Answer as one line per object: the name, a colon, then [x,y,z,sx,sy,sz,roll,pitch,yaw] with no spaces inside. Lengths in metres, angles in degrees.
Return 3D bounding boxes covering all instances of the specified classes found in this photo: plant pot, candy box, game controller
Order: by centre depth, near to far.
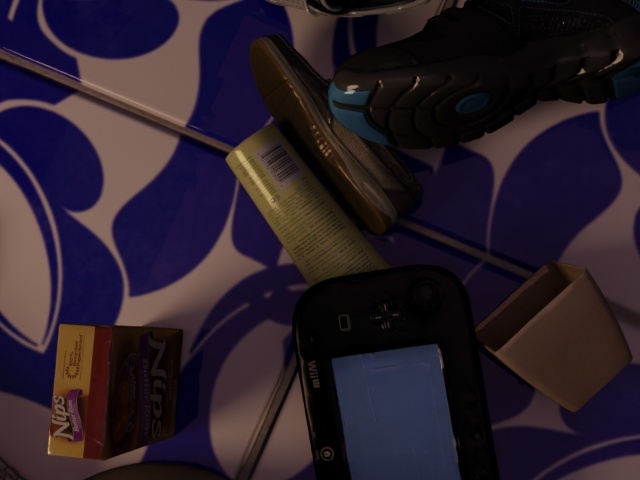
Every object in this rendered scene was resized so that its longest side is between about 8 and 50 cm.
candy box: [-0.177,0.130,0.829,0.053,0.187,0.109,3,85,8]
plant pot: [0.217,0.093,0.847,0.109,0.109,0.096,-42,94,-1]
game controller: [0.074,0.185,0.849,0.166,0.067,0.319,-10,90,2]

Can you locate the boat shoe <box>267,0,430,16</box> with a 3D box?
boat shoe: [0.018,-0.250,0.868,0.227,0.079,0.081,5,40,31]

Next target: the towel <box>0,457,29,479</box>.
towel: [-0.455,0.252,0.874,0.284,0.121,0.235,39,89,7]

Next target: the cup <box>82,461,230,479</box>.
cup: [-0.168,0.370,0.779,0.331,0.237,0.331,0,84,4]

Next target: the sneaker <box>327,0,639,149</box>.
sneaker: [0.160,-0.182,0.864,0.341,0.125,0.139,-13,71,-16]

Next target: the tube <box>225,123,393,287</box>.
tube: [0.000,0.000,0.898,0.240,0.070,0.062,53,47,2]

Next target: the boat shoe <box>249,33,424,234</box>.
boat shoe: [0.016,-0.111,0.899,0.073,0.080,0.223,-34,86,-20]
